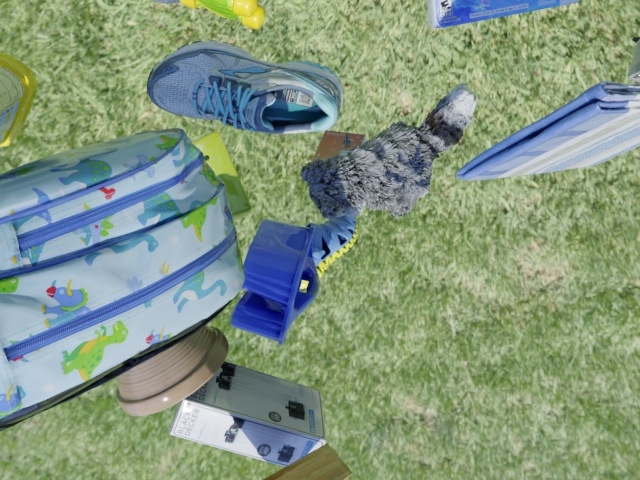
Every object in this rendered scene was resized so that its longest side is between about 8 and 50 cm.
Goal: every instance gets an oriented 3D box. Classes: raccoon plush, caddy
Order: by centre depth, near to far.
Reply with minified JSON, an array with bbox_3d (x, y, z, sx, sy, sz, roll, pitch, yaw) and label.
[{"bbox_3d":[-0.089,0.096,1.455,0.179,0.341,0.242,14,118,1],"label":"caddy"},{"bbox_3d":[0.141,-0.229,1.503,0.299,0.216,0.447,-7,137,-42],"label":"raccoon plush"}]

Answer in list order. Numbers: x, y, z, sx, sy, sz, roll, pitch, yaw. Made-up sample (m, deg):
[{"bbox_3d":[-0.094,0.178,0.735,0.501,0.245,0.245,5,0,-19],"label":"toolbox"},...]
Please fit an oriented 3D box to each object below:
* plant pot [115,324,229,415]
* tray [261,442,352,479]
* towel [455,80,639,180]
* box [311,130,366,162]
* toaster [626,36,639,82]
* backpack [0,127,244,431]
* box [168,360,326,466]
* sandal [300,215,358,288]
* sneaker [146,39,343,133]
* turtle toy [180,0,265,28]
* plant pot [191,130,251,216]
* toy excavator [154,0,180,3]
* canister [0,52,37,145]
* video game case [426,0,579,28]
[{"bbox_3d":[-0.306,0.219,1.180,0.237,0.237,0.110,-17,111,24],"label":"plant pot"},{"bbox_3d":[-0.119,0.431,0.870,0.076,0.411,0.203,45,105,21],"label":"tray"},{"bbox_3d":[0.327,-0.129,0.724,0.284,0.034,0.209,-10,168,-34],"label":"towel"},{"bbox_3d":[0.054,-0.231,1.794,0.130,0.171,0.091,9,146,17],"label":"box"},{"bbox_3d":[0.839,-0.430,1.434,0.167,0.185,0.110,17,97,6],"label":"toaster"},{"bbox_3d":[-0.244,0.029,0.583,0.290,0.355,0.274,1,97,55],"label":"backpack"},{"bbox_3d":[-0.141,0.342,1.213,0.289,0.169,0.087,20,110,-10],"label":"box"},{"bbox_3d":[0.000,0.000,1.807,0.126,0.317,0.138,-1,126,43],"label":"sandal"},{"bbox_3d":[-0.104,-0.206,0.848,0.282,0.122,0.110,1,125,-5],"label":"sneaker"},{"bbox_3d":[-0.097,-0.265,0.621,0.095,0.130,0.066,19,98,1],"label":"turtle toy"},{"bbox_3d":[-0.328,-0.136,1.616,0.207,0.228,0.227,-23,92,-13],"label":"plant pot"},{"bbox_3d":[-0.439,-0.574,0.956,0.444,0.433,0.222,-12,158,-27],"label":"toy excavator"},{"bbox_3d":[-0.432,-0.148,0.740,0.073,0.170,0.126,32,118,-13],"label":"canister"},{"bbox_3d":[0.314,-0.520,1.053,0.269,0.061,0.245,-11,115,-2],"label":"video game case"}]
